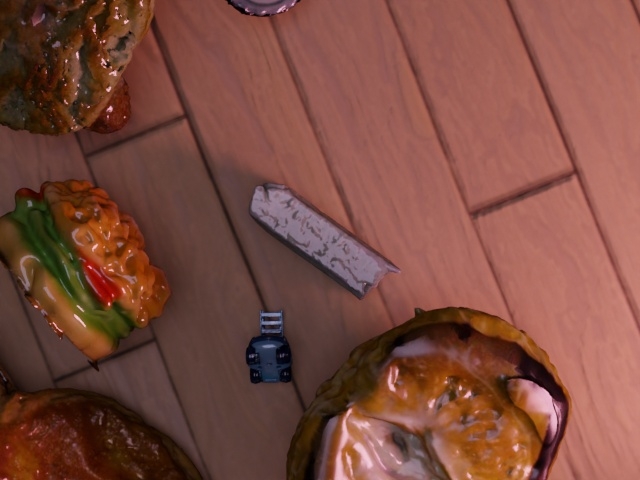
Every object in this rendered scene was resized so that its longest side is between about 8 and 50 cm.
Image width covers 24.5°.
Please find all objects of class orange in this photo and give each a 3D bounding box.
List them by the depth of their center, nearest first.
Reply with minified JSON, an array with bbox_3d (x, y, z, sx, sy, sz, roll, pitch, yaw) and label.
[{"bbox_3d":[0.108,0.233,1.751,0.369,0.210,0.271,-46,111,3],"label":"orange"}]

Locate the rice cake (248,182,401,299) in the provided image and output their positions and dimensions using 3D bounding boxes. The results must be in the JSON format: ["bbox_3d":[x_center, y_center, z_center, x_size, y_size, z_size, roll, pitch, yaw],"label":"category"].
[{"bbox_3d":[0.000,-0.001,1.834,0.206,0.069,0.063,37,90,0],"label":"rice cake"}]

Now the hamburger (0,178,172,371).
[{"bbox_3d":[-0.284,0.022,1.775,0.149,0.237,0.237,-39,88,-2],"label":"hamburger"}]

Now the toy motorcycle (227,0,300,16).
[{"bbox_3d":[-0.108,-0.477,1.753,0.237,0.169,0.410,-42,114,-12],"label":"toy motorcycle"}]

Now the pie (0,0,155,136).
[{"bbox_3d":[-0.395,-0.317,1.729,0.418,0.180,0.395,19,123,-4],"label":"pie"}]

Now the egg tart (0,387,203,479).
[{"bbox_3d":[-0.283,0.328,1.757,0.339,0.351,0.153,48,123,19],"label":"egg tart"}]

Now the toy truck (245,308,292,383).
[{"bbox_3d":[-0.063,0.131,1.840,0.056,0.090,0.073,-2,134,3],"label":"toy truck"}]

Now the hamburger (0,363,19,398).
[{"bbox_3d":[-0.486,0.211,1.841,0.231,0.107,0.231,0,88,-1],"label":"hamburger"}]
